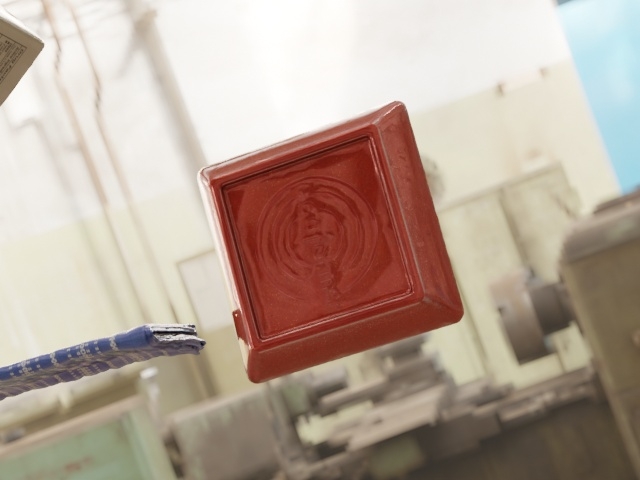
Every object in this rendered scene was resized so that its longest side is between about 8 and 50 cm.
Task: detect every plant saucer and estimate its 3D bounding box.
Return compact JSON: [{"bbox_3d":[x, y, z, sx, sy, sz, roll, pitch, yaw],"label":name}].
[{"bbox_3d":[0.000,0.000,1.729,0.259,0.258,0.048,-18,-12,15],"label":"plant saucer"}]

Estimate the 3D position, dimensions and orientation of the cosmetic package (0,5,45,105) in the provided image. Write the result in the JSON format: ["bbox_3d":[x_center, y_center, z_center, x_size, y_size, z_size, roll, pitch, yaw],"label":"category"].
[{"bbox_3d":[-0.443,-0.224,1.644,0.153,0.129,0.296,-52,-23,3],"label":"cosmetic package"}]

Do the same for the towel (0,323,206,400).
[{"bbox_3d":[-0.323,0.162,1.912,0.336,0.040,0.243,-17,-7,9],"label":"towel"}]
